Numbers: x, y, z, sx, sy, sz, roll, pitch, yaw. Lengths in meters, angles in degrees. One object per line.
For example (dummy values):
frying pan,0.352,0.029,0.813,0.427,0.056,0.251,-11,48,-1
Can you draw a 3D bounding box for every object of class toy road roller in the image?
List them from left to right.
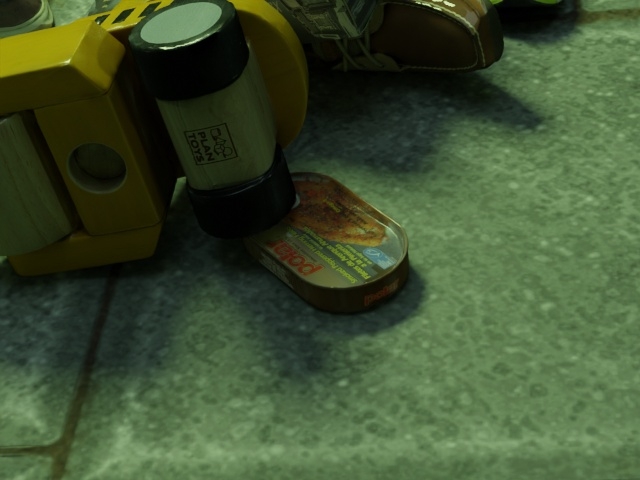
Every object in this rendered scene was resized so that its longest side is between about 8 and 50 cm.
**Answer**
toy road roller,-0.173,-0.126,1.213,0.329,0.203,0.241,-11,34,11

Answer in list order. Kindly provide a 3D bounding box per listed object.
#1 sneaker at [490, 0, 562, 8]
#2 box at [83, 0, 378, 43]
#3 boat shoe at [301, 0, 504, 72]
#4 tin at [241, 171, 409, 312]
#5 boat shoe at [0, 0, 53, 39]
sneaker,0.226,-0.361,1.505,0.111,0.121,0.300,-1,39,12
box,-0.064,-0.297,1.384,0.307,0.076,0.242,-3,44,30
boat shoe,0.044,-0.223,1.392,0.120,0.123,0.324,-41,40,-26
tin,0.000,0.000,1.177,0.106,0.040,0.189,-26,41,-25
boat shoe,-0.393,-0.338,1.632,0.102,0.092,0.285,-17,39,-8
